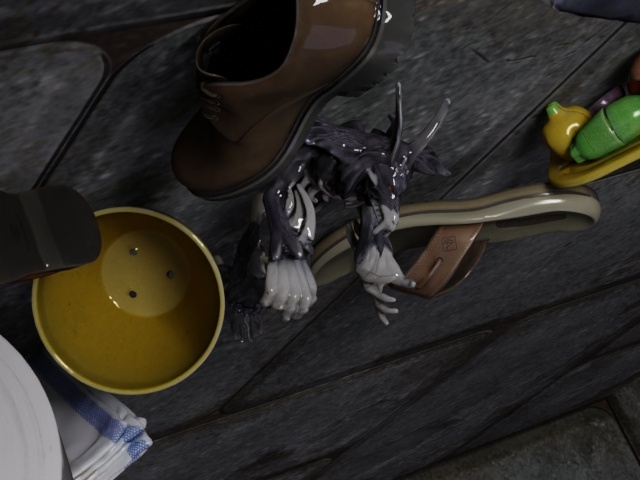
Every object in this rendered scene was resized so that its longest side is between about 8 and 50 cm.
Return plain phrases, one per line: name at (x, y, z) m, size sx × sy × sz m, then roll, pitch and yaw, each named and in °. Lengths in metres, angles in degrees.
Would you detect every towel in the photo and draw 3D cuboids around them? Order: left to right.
towel at (-0.283, 0.199, 1.329) m, size 0.285 × 0.034 × 0.209 m, roll -38°, pitch -149°, yaw -15°

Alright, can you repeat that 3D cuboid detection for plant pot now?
plant pot at (-0.132, 0.032, 1.215) m, size 0.134 × 0.134 × 0.095 m, roll -28°, pitch -170°, yaw 8°

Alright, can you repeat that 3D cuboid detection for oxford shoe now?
oxford shoe at (-0.222, 0.003, 1.044) m, size 0.076 × 0.076 × 0.212 m, roll -20°, pitch 167°, yaw 23°
oxford shoe at (-0.044, -0.098, 1.015) m, size 0.096 × 0.082 × 0.227 m, roll 6°, pitch 148°, yaw -31°

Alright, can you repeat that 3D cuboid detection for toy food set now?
toy food set at (0.271, -0.127, 1.428) m, size 0.218 × 0.071 × 0.128 m, roll -28°, pitch -163°, yaw 26°

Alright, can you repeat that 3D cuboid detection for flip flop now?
flip flop at (0.117, 0.010, 1.523) m, size 0.277 × 0.080 × 0.112 m, roll -10°, pitch 169°, yaw 8°

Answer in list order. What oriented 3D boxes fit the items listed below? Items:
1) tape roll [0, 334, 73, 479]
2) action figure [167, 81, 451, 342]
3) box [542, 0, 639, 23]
tape roll at (-0.294, 0.175, 1.163) m, size 0.246 × 0.246 × 0.169 m, roll -23°, pitch 165°, yaw -12°
action figure at (0.000, 0.000, 1.264) m, size 0.164 × 0.141 × 0.276 m, roll 5°, pitch 149°, yaw -42°
box at (0.130, -0.247, 0.360) m, size 0.294 × 0.296 × 0.183 m, roll -37°, pitch 161°, yaw 33°
